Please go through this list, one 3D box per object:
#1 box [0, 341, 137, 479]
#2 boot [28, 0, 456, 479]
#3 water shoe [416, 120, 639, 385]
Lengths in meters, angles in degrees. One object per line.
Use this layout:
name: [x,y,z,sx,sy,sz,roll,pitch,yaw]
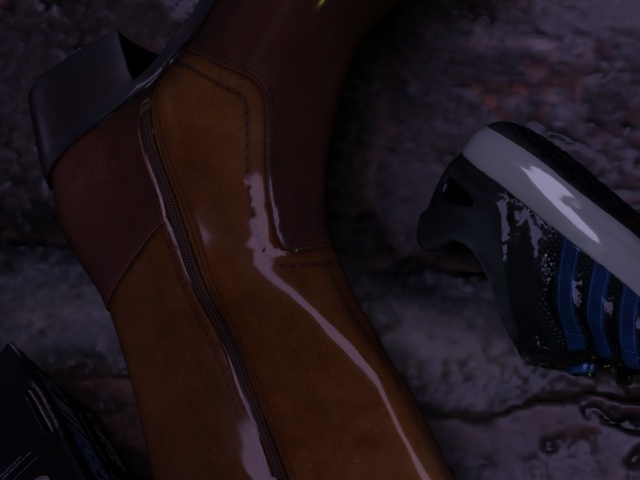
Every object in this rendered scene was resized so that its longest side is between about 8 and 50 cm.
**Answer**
box: [-0.181,0.212,0.757,0.295,0.073,0.293,-45,25,-2]
boot: [0.000,0.000,0.827,0.264,0.096,0.280,-28,69,18]
water shoe: [0.130,0.033,0.827,0.203,0.073,0.080,46,110,26]
